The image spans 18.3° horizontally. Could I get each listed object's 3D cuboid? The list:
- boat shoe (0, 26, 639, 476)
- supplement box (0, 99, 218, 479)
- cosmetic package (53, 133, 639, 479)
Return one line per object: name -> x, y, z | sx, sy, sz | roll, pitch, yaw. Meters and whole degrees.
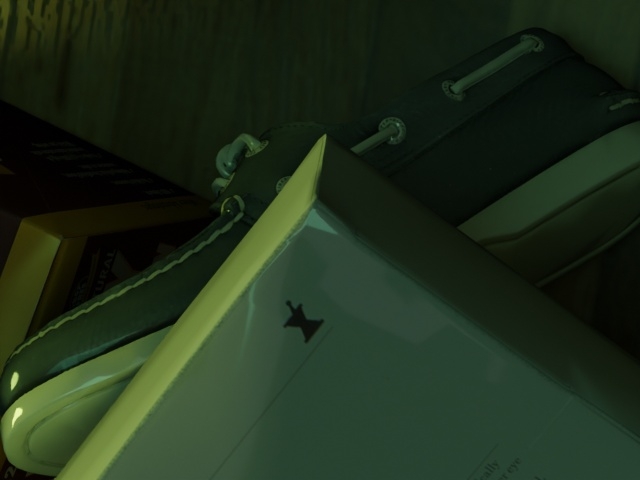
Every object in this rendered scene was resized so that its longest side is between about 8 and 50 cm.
boat shoe -> 0.000, 0.000, 0.838 | 0.319, 0.116, 0.099 | -24, 65, -19
supplement box -> -0.177, 0.011, 0.910 | 0.194, 0.191, 0.129 | 26, 102, 15
cosmetic package -> 0.001, 0.194, 0.742 | 0.284, 0.097, 0.377 | 36, 107, -11
